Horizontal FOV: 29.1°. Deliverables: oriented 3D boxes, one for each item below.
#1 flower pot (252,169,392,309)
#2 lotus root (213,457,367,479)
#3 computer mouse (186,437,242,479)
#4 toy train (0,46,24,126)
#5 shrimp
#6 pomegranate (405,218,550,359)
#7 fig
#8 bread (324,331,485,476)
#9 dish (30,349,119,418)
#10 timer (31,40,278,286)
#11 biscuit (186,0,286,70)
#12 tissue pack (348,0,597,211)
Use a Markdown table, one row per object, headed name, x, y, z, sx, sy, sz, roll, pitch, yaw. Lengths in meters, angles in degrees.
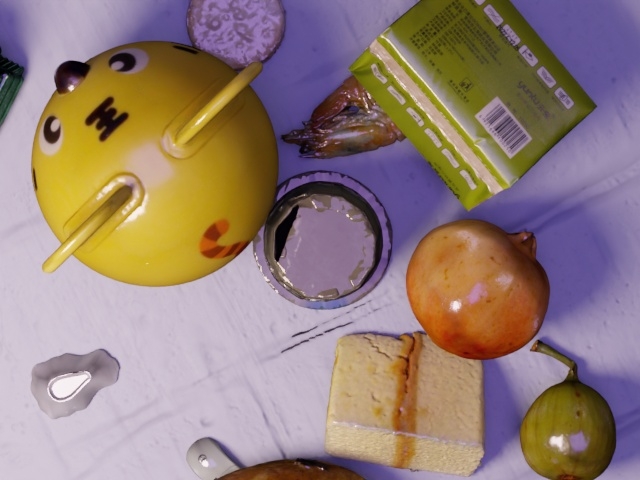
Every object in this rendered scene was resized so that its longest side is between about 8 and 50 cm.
| name | x | y | z | sx | sy | sz | roll | pitch | yaw |
| --- | --- | --- | --- | --- | --- | --- | --- | --- | --- |
| flower pot | 0.000 | 0.000 | 1.759 | 0.212 | 0.202 | 0.213 | 0 | 90 | 2 |
| lotus root | -0.037 | 0.411 | 1.799 | 0.290 | 0.193 | 0.193 | -4 | 93 | -2 |
| computer mouse | -0.154 | 0.346 | 1.854 | 0.110 | 0.032 | 0.056 | 43 | 92 | -3 |
| toy train | -0.556 | -0.149 | 1.752 | 0.138 | 0.178 | 0.330 | 29 | 91 | -3 |
| shrimp | 0.044 | -0.183 | 1.822 | 0.217 | 0.051 | 0.115 | -17 | 89 | -1 |
| pomegranate | 0.223 | 0.072 | 1.761 | 0.209 | 0.209 | 0.209 | 0 | 93 | -1 |
| fig | 0.367 | 0.267 | 1.824 | 0.147 | 0.186 | 0.142 | 8 | 137 | 18 |
| bread | 0.132 | 0.240 | 1.856 | 0.240 | 0.135 | 0.178 | 8 | 59 | 0 |
| dish | -0.369 | 0.212 | 1.840 | 0.137 | 0.039 | 0.091 | -23 | 93 | 2 |
| timer | -0.224 | -0.107 | 1.656 | 0.375 | 0.387 | 0.376 | 0 | 94 | -4 |
| biscuit | -0.125 | -0.324 | 1.827 | 0.152 | 0.020 | 0.152 | 0 | 92 | 0 |
| tissue pack | 0.213 | -0.219 | 1.746 | 0.200 | 0.167 | 0.275 | -42 | 92 | -20 |
